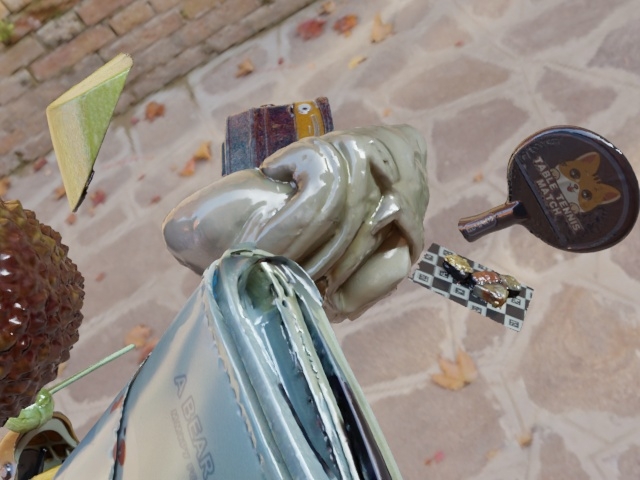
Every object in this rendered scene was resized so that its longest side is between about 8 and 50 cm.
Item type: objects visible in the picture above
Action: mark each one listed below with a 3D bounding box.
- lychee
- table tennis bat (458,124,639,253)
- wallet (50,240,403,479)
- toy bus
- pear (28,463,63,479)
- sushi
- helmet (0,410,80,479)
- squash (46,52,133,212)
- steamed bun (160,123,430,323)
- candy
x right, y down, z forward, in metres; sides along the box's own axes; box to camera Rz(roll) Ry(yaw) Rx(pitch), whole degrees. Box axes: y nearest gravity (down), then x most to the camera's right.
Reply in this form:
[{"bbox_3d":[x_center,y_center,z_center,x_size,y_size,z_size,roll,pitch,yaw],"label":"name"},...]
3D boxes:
[{"bbox_3d":[-0.328,0.058,0.804,0.236,0.236,0.271,-25,4,11],"label":"lychee"},{"bbox_3d":[0.248,-0.044,1.012,0.027,0.150,0.236,-36,8,-41],"label":"table tennis bat"},{"bbox_3d":[-0.063,0.143,0.451,0.250,0.075,0.176,-51,53,37],"label":"wallet"},{"bbox_3d":[-0.045,-0.057,1.436,0.194,0.323,0.162,-7,51,1],"label":"toy bus"},{"bbox_3d":[-0.332,0.431,1.253,0.340,0.386,0.191,-42,54,-4],"label":"pear"},{"bbox_3d":[0.256,0.062,1.497,0.201,0.031,0.139,25,36,9],"label":"sushi"},{"bbox_3d":[-0.545,0.437,1.694,0.130,0.198,0.224,-9,84,23],"label":"helmet"},{"bbox_3d":[-0.336,-0.167,1.379,0.204,0.155,0.237,-33,19,-4],"label":"squash"},{"bbox_3d":[-0.002,0.001,0.754,0.211,0.218,0.144,-26,84,22],"label":"steamed bun"},{"bbox_3d":[-0.461,0.261,1.696,0.335,0.092,0.093,-30,-18,-54],"label":"candy"}]
